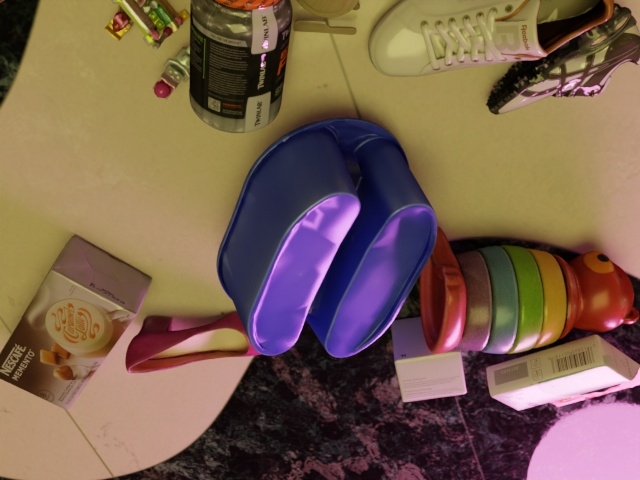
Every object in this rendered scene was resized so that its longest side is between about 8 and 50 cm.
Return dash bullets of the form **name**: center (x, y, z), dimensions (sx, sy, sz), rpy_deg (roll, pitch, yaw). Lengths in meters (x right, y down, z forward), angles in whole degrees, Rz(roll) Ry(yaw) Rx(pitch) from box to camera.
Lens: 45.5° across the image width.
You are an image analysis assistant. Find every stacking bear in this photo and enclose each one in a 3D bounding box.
- **stacking bear**: center (0.296, 0.076, 1.074), dimensions (0.288, 0.175, 0.164), rpy_deg (-1, 121, -4)

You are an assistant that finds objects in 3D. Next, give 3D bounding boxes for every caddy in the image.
- **caddy**: center (0.000, 0.000, 1.030), dimensions (0.241, 0.179, 0.341), rpy_deg (7, 125, -28)

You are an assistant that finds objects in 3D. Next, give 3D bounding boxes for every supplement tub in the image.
- **supplement tub**: center (-0.095, -0.231, 0.895), dimensions (0.116, 0.117, 0.190), rpy_deg (10, 140, -2)

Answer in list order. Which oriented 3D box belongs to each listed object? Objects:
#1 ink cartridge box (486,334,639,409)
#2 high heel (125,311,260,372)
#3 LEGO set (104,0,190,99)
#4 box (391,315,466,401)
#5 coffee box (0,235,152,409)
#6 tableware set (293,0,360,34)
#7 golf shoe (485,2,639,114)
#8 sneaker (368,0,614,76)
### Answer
- **ink cartridge box**: center (0.387, 0.221, 1.150), dimensions (0.181, 0.056, 0.224), rpy_deg (-26, 138, 35)
- **high heel**: center (-0.175, 0.169, 1.180), dimensions (0.244, 0.117, 0.082), rpy_deg (7, 122, -1)
- **LEGO set**: center (-0.273, -0.284, 0.904), dimensions (0.287, 0.107, 0.132), rpy_deg (29, 120, -14)
- **box**: center (0.165, 0.178, 1.172), dimensions (0.101, 0.101, 0.087), rpy_deg (-10, 121, 8)
- **coffee box**: center (-0.388, 0.132, 1.182), dimensions (0.141, 0.098, 0.246), rpy_deg (32, 119, -16)
- **tableware set**: center (-0.044, -0.314, 0.909), dimensions (0.194, 0.039, 0.128), rpy_deg (6, 138, 7)
- **golf shoe**: center (0.303, -0.200, 0.938), dimensions (0.198, 0.077, 0.094), rpy_deg (-32, 115, 23)
- **sneaker**: center (0.192, -0.253, 0.885), dimensions (0.290, 0.123, 0.106), rpy_deg (-16, 122, 15)
